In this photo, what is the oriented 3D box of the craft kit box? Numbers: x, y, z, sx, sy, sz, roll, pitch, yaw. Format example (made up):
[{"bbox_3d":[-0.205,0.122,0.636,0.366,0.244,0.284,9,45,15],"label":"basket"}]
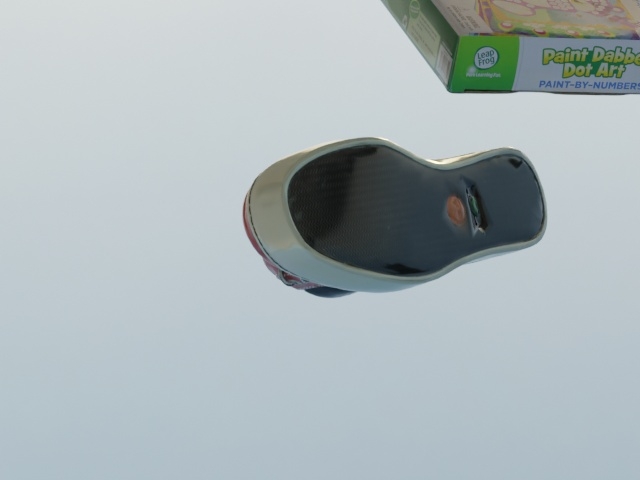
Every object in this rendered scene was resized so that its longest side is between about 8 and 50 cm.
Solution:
[{"bbox_3d":[0.187,-0.189,1.632,0.246,0.061,0.250,2,-152,-18],"label":"craft kit box"}]

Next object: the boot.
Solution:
[{"bbox_3d":[0.000,0.000,1.188,0.176,0.088,0.244,-16,172,37],"label":"boot"}]
